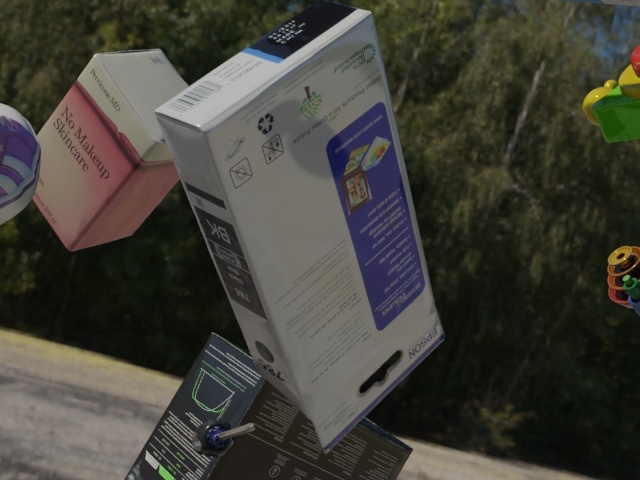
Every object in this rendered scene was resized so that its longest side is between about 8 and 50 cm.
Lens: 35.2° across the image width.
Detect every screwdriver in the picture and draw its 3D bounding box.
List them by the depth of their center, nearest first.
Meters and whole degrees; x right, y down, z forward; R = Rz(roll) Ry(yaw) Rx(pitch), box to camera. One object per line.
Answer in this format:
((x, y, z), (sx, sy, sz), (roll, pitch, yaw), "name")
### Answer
((-0.054, 0.114, 0.574), (0.024, 0.025, 0.170), (14, -12, -11), "screwdriver")

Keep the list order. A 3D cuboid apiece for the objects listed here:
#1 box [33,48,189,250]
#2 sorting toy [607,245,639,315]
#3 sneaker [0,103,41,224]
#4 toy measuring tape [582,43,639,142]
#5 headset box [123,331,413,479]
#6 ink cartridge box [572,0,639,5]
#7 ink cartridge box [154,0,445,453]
((-0.270, -0.118, 1.323), (0.148, 0.232, 0.127), (53, 34, 12), "box")
((0.239, 0.025, 0.717), (0.042, 0.061, 0.102), (48, -25, -20), "sorting toy")
((-0.274, -0.091, 0.754), (0.102, 0.161, 0.282), (8, 24, -3), "sneaker")
((0.403, -0.155, 0.960), (0.121, 0.121, 0.330), (19, -15, -41), "toy measuring tape")
((-0.077, 0.289, 1.121), (0.246, 0.283, 0.131), (34, -6, -37), "headset box")
((0.402, -0.493, 1.389), (0.198, 0.197, 0.270), (23, -25, 52), "ink cartridge box")
((0.000, 0.000, 0.785), (0.065, 0.165, 0.333), (24, -37, 41), "ink cartridge box")
